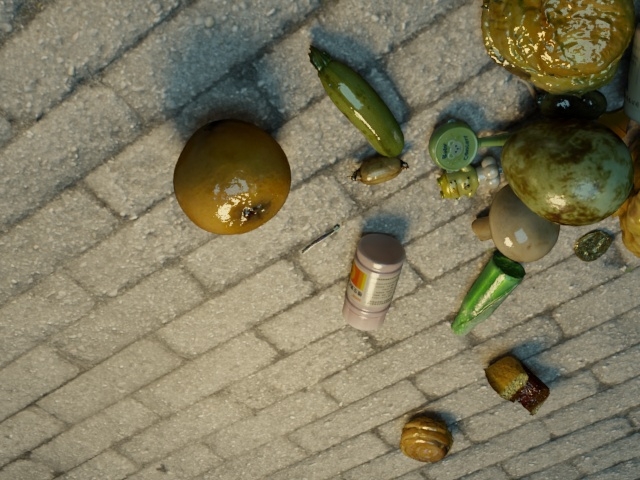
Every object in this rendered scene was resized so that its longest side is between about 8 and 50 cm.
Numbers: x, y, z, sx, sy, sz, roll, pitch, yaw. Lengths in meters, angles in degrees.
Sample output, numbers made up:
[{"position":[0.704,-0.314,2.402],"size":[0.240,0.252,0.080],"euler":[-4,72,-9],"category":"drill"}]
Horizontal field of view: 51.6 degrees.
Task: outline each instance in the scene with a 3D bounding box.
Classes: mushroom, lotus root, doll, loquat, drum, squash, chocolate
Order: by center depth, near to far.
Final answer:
[{"position":[0.087,-0.302,1.468],"size":[0.094,0.095,0.341],"euler":[-32,124,20],"category":"squash"},{"position":[-0.195,-0.136,1.475],"size":[0.262,0.263,0.263],"euler":[-3,129,-3],"category":"loquat"},{"position":[0.572,-0.313,1.507],"size":[0.179,0.081,0.089],"euler":[5,131,-7],"category":"lotus root"},{"position":[0.375,-0.249,1.560],"size":[0.253,0.049,0.130],"euler":[-22,117,-1],"category":"drum"},{"position":[0.137,-0.170,1.597],"size":[0.151,0.063,0.072],"euler":[-14,170,0],"category":"lotus root"},{"position":[0.370,-0.152,1.632],"size":[0.162,0.062,0.106],"euler":[-17,126,9],"category":"doll"},{"position":[0.487,-0.044,1.674],"size":[0.207,0.207,0.215],"euler":[37,150,-29],"category":"mushroom"},{"position":[0.462,0.167,1.882],"size":[0.110,0.110,0.291],"euler":[14,129,-16],"category":"chocolate"}]

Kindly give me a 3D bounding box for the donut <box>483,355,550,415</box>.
[{"position":[0.617,0.441,2.099],"size":[0.112,0.151,0.295],"euler":[-44,134,11],"category":"donut"}]

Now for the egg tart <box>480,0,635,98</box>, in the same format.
[{"position":[0.493,-0.456,1.340],"size":[0.339,0.153,0.352],"euler":[4,123,-3],"category":"egg tart"}]

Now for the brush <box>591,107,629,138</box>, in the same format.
[{"position":[0.744,-0.323,1.559],"size":[0.103,0.013,0.272],"euler":[29,120,-26],"category":"brush"}]

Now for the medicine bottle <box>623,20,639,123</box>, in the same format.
[{"position":[0.747,-0.398,1.393],"size":[0.170,0.170,0.293],"euler":[-6,125,0],"category":"medicine bottle"}]

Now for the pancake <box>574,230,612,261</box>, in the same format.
[{"position":[0.756,0.016,1.833],"size":[0.108,0.017,0.108],"euler":[-5,130,-6],"category":"pancake"}]

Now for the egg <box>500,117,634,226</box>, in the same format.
[{"position":[0.548,-0.158,1.486],"size":[0.289,0.238,0.238],"euler":[27,134,26],"category":"egg"}]

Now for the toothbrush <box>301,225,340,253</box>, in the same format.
[{"position":[0.000,0.000,1.756],"size":[0.131,0.011,0.013],"euler":[-36,136,22],"category":"toothbrush"}]

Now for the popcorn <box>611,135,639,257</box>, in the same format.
[{"position":[0.858,-0.099,1.536],"size":[0.344,0.390,0.354],"euler":[-36,99,3],"category":"popcorn"}]

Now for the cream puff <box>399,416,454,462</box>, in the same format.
[{"position":[0.365,0.671,2.262],"size":[0.188,0.130,0.189],"euler":[5,137,4],"category":"cream puff"}]

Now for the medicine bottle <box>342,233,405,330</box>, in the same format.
[{"position":[0.140,0.114,1.785],"size":[0.133,0.133,0.250],"euler":[4,130,-8],"category":"medicine bottle"}]
